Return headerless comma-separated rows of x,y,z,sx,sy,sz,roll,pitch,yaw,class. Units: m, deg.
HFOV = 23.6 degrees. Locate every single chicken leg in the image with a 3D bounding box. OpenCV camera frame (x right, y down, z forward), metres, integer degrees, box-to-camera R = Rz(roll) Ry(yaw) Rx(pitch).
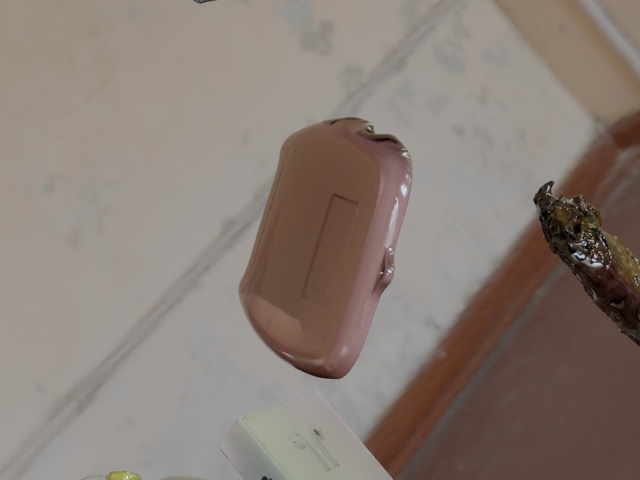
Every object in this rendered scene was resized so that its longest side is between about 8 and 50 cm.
0.259,0.054,1.275,0.051,0.253,0.106,-37,7,13,chicken leg

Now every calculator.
0.000,0.000,1.306,0.330,0.048,0.220,-156,84,-71,calculator

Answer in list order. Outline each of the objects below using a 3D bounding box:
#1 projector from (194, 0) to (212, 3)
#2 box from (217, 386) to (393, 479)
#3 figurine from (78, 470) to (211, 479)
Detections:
-0.048,-0.357,1.387,0.250,0.198,0.108,-34,18,-20,projector
-0.015,0.225,1.546,0.130,0.129,0.051,-15,-31,-54,box
-0.207,0.284,1.440,0.236,0.127,0.155,-1,-13,-13,figurine
